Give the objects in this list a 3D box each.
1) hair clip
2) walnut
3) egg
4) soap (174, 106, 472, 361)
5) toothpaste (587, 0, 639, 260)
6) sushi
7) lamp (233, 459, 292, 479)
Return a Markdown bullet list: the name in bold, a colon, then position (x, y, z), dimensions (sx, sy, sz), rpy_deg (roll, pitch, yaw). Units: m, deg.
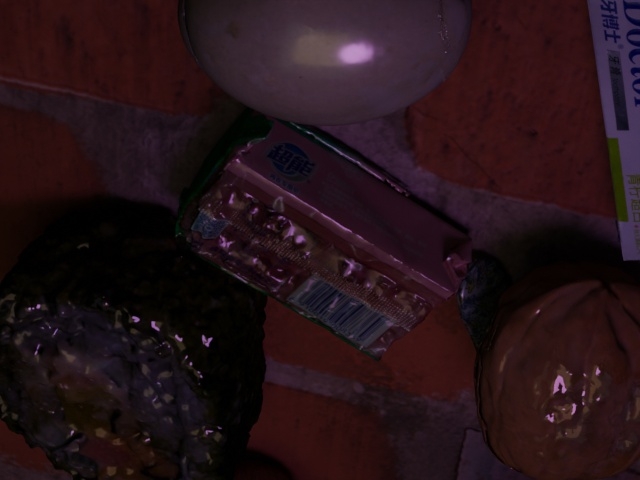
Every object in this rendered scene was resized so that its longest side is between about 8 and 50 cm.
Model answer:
- **hair clip**: position (0.182, 0.107, 1.694), dimensions (0.036, 0.066, 0.229), rpy_deg (26, 149, 36)
- **walnut**: position (0.245, 0.129, 1.590), dimensions (0.198, 0.198, 0.245), rpy_deg (12, 123, 8)
- **egg**: position (0.002, -0.188, 1.364), dimensions (0.253, 0.186, 0.187), rpy_deg (3, 134, 19)
- **soap**: position (-0.001, 0.002, 1.622), dimensions (0.273, 0.098, 0.218), rpy_deg (31, 136, -11)
- **toothpaste**: position (0.283, -0.123, 1.416), dimensions (0.081, 0.067, 0.337), rpy_deg (-1, 133, 17)
- **sushi**: position (-0.211, 0.131, 1.774), dimensions (0.294, 0.178, 0.352), rpy_deg (12, 135, 11)
- **lamp**: position (-0.084, 0.328, 1.955), dimensions (0.136, 0.136, 0.136), rpy_deg (11, 136, 10)
